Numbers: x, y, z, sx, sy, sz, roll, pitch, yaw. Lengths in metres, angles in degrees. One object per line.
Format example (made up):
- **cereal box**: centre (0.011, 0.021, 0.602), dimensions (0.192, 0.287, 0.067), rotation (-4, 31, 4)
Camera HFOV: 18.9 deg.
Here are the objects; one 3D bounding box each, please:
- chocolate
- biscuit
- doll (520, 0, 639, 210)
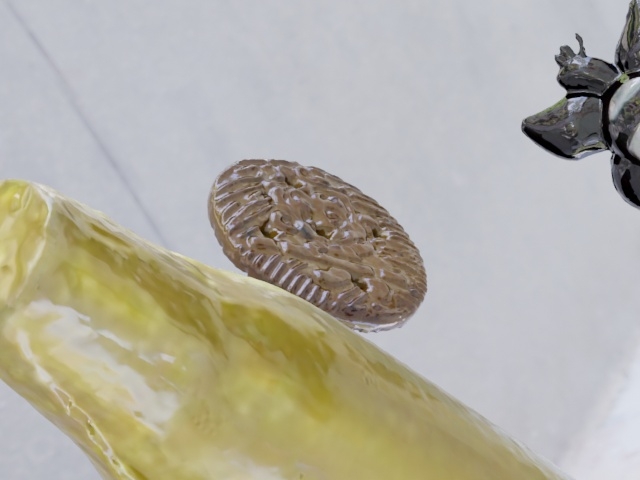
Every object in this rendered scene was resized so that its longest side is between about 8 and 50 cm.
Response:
- **chocolate**: centre (-0.018, 0.107, 0.972), dimensions (0.445, 0.162, 0.162), rotation (37, 34, -38)
- **biscuit**: centre (0.001, -0.001, 1.476), dimensions (0.187, 0.027, 0.188), rotation (22, 31, -14)
- **doll**: centre (0.197, -0.023, 0.886), dimensions (0.219, 0.091, 0.067), rotation (41, 10, 12)
